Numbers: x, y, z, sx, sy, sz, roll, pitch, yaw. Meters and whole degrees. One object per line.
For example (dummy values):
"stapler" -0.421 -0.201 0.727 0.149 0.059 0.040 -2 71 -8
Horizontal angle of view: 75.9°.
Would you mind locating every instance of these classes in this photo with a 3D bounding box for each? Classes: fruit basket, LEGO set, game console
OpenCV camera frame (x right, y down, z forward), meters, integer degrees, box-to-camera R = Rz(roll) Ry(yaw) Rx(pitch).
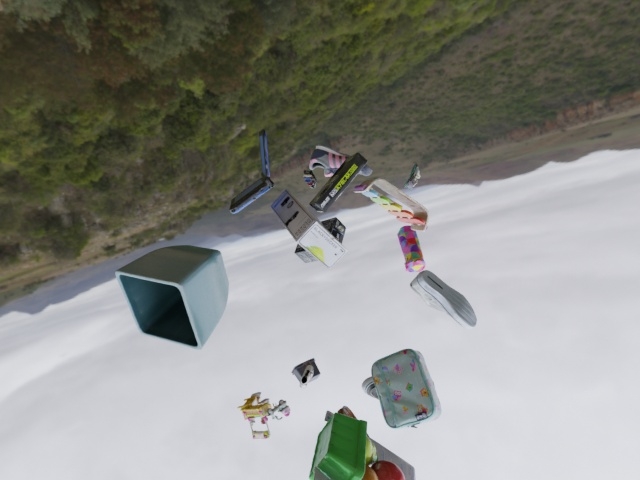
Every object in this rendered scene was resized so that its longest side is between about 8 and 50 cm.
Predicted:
"fruit basket" 0.138 0.696 1.203 0.165 0.353 0.327 -50 -177 15
"LEGO set" -0.212 0.611 1.429 0.132 0.107 0.287 -14 174 -31
"game console" -0.259 -0.250 1.465 0.250 0.173 0.293 -36 -164 -1

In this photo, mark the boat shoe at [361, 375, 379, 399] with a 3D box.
"boat shoe" 0.342 0.697 1.844 0.334 0.121 0.119 21 -162 -22

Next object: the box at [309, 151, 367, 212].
"box" 0.046 -0.163 1.187 0.184 0.045 0.190 -48 -172 0

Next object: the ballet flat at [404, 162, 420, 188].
"ballet flat" 0.340 -0.229 1.492 0.041 0.041 0.114 -13 -138 56

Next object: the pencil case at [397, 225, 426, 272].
"pencil case" 0.434 0.041 1.971 0.104 0.237 0.105 -3 141 -2

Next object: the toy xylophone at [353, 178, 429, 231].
"toy xylophone" 0.281 -0.147 1.625 0.081 0.322 0.236 -60 -172 -3

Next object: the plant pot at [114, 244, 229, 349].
"plant pot" -0.423 0.144 1.287 0.246 0.248 0.252 8 -146 22

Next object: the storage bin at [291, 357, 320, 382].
"storage bin" -0.066 0.680 2.123 0.135 0.091 0.098 -14 143 -37

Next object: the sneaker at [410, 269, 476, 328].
"sneaker" 0.420 0.207 1.410 0.094 0.258 0.091 -43 177 -39

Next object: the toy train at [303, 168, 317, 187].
"toy train" -0.031 -0.184 1.244 0.027 0.036 0.158 5 177 6

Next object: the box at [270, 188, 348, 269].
"box" -0.045 -0.044 1.346 0.087 0.169 0.290 -46 -145 3

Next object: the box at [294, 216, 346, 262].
"box" 0.000 0.000 1.677 0.180 0.077 0.148 -14 -135 38

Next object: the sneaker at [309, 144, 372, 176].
"sneaker" 0.090 -0.345 1.950 0.318 0.131 0.112 26 177 27

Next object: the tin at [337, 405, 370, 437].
"tin" 0.125 0.691 1.487 0.040 0.190 0.106 -36 174 4

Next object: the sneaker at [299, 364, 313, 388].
"sneaker" -0.056 0.574 1.744 0.040 0.044 0.109 16 -133 8

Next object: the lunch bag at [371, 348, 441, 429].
"lunch bag" 0.322 0.577 1.582 0.223 0.280 0.107 -27 147 20
